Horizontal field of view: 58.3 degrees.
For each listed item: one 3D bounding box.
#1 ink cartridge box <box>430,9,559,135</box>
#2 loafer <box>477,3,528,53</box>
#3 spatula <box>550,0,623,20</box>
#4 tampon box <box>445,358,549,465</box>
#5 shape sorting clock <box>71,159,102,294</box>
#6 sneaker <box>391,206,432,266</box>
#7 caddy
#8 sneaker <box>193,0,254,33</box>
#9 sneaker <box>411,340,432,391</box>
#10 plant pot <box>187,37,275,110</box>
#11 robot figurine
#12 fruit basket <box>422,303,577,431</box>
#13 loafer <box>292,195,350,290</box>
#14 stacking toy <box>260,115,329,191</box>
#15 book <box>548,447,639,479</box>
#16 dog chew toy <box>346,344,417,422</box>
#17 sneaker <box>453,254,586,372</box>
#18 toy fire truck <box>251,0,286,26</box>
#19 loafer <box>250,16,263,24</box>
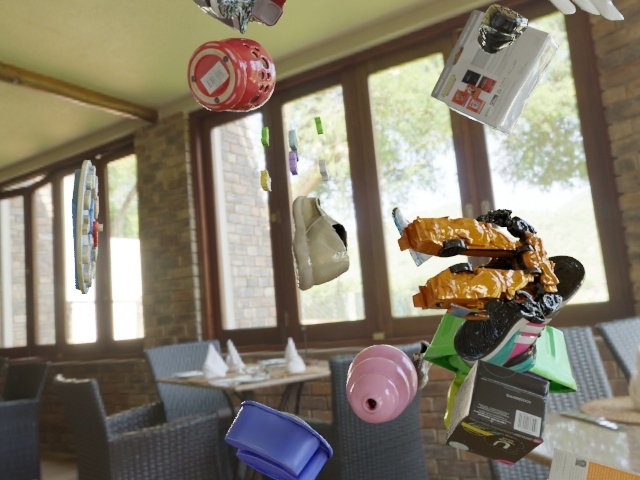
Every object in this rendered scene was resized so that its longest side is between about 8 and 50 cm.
[{"bbox_3d":[0.549,-0.538,1.835,0.272,0.309,0.130,37,18,32],"label":"ink cartridge box"},{"bbox_3d":[0.323,-0.374,1.034,0.076,0.078,0.223,28,23,6],"label":"loafer"},{"bbox_3d":[0.437,-0.484,1.059,0.168,0.242,0.019,-10,-33,-23],"label":"spatula"},{"bbox_3d":[0.292,0.292,0.960,0.121,0.101,0.161,16,-34,9],"label":"tampon box"},{"bbox_3d":[-0.356,-0.020,0.882,0.040,0.206,0.206,-1,-8,-20],"label":"shape sorting clock"},{"bbox_3d":[0.265,-0.022,1.611,0.083,0.190,0.071,-28,21,11],"label":"sneaker"},{"bbox_3d":[-0.128,0.625,1.801,0.341,0.179,0.241,13,-40,29],"label":"caddy"},{"bbox_3d":[-0.240,-0.595,1.437,0.108,0.100,0.271,21,10,8],"label":"sneaker"},{"bbox_3d":[0.311,0.402,1.839,0.066,0.071,0.188,-23,19,39],"label":"sneaker"},{"bbox_3d":[-0.237,-0.428,1.481,0.191,0.191,0.174,-8,10,25],"label":"plant pot"},{"bbox_3d":[0.275,0.042,0.957,0.291,0.211,0.085,5,-28,-29],"label":"robot figurine"},{"bbox_3d":[0.469,0.385,1.564,0.392,0.391,0.283,-1,-13,-29],"label":"fruit basket"},{"bbox_3d":[0.000,0.000,0.972,0.092,0.101,0.268,-3,28,-1],"label":"loafer"},{"bbox_3d":[-0.071,-0.228,1.462,0.167,0.221,0.052,-9,-34,6],"label":"stacking toy"},{"bbox_3d":[0.384,0.352,0.776,0.144,0.096,0.035,11,-16,27],"label":"book"},{"bbox_3d":[0.165,0.413,1.616,0.207,0.206,0.332,-7,-1,13],"label":"dog chew toy"},{"bbox_3d":[0.417,0.168,1.165,0.295,0.123,0.178,-38,-40,4],"label":"sneaker"},{"bbox_3d":[-0.189,-0.735,1.507,0.302,0.169,0.254,23,-53,-28],"label":"toy fire truck"},{"bbox_3d":[-0.206,-0.749,1.894,0.087,0.094,0.251,45,-9,-31],"label":"loafer"}]
